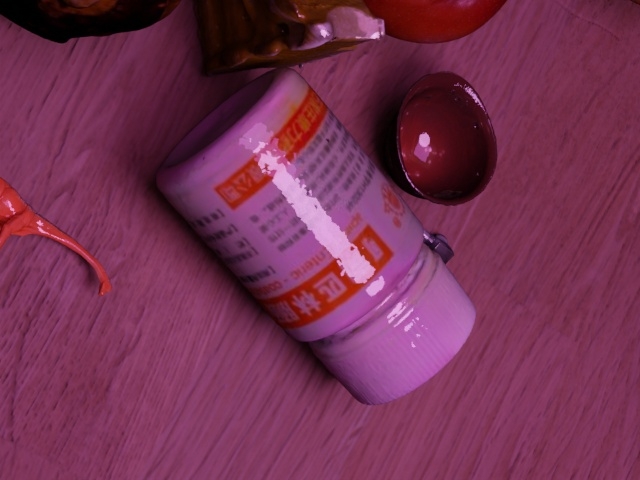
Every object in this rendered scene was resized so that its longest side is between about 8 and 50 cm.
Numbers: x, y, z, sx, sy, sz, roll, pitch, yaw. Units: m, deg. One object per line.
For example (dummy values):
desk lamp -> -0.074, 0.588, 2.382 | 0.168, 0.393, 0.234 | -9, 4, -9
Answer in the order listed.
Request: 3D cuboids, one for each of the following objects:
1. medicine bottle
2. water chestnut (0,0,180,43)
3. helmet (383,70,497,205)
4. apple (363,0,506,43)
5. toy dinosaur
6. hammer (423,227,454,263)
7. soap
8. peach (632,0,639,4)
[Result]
medicine bottle -> 0.000, 0.000, 1.459 | 0.219, 0.219, 0.388 | -46, 109, -19
water chestnut -> -0.264, -0.409, 1.300 | 0.335, 0.335, 0.347 | 28, 63, -23
helmet -> 0.141, -0.129, 1.587 | 0.155, 0.106, 0.175 | -6, 90, -27
apple -> 0.136, -0.378, 1.506 | 0.260, 0.216, 0.261 | -11, 117, -22
toy dinosaur -> -0.357, -0.022, 1.377 | 0.280, 0.055, 0.101 | 50, 48, -14
hammer -> 0.080, -0.054, 1.576 | 0.246, 0.103, 0.029 | 41, 99, -12
soap -> -0.053, -0.375, 1.389 | 0.169, 0.304, 0.339 | -10, 94, -29
peach -> 0.520, -0.446, 1.694 | 0.252, 0.252, 0.253 | 0, 90, -25
